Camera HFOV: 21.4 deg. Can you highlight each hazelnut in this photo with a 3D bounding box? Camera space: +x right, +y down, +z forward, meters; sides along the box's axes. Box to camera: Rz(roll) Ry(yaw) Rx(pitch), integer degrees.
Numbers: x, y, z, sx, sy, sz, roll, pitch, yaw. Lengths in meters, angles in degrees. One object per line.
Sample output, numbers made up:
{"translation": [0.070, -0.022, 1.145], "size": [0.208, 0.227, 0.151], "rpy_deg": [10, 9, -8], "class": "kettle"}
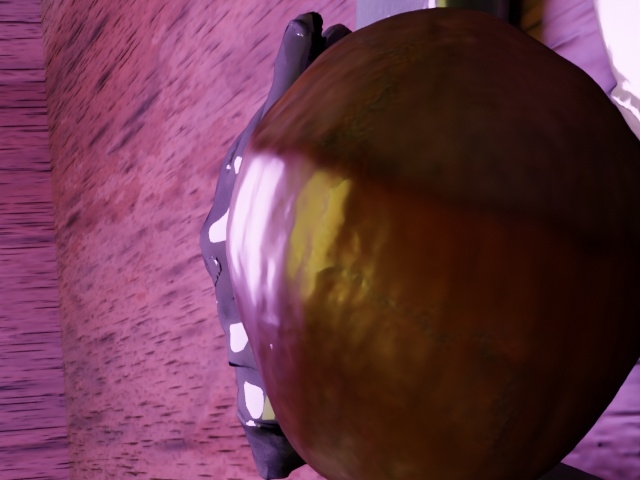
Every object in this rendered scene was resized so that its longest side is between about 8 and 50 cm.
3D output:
{"translation": [0.048, 0.011, 0.692], "size": [0.214, 0.176, 0.214], "rpy_deg": [-166, 90, -89], "class": "hazelnut"}

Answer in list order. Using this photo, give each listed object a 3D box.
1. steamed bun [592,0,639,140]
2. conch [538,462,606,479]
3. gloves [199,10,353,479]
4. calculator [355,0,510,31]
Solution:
{"translation": [0.152, -0.093, 0.474], "size": [0.183, 0.106, 0.183], "rpy_deg": [179, 90, -69], "class": "steamed bun"}
{"translation": [0.078, 0.176, 0.766], "size": [0.185, 0.121, 0.221], "rpy_deg": [57, 156, -2], "class": "conch"}
{"translation": [-0.006, 0.006, 1.020], "size": [0.142, 0.119, 0.285], "rpy_deg": [6, 96, 41], "class": "gloves"}
{"translation": [0.056, -0.135, 0.867], "size": [0.141, 0.045, 0.246], "rpy_deg": [-146, 55, -69], "class": "calculator"}
